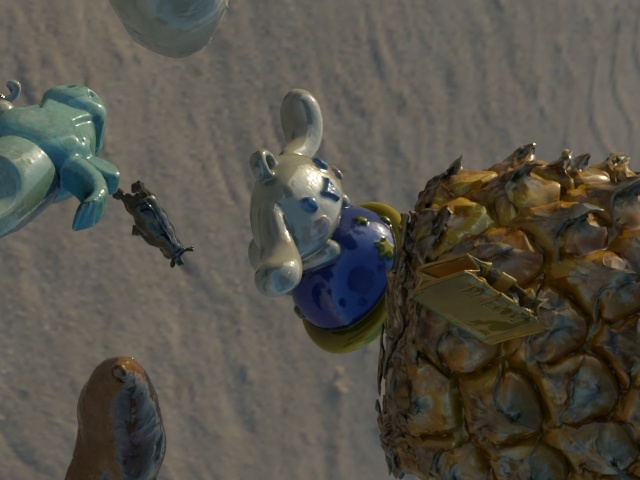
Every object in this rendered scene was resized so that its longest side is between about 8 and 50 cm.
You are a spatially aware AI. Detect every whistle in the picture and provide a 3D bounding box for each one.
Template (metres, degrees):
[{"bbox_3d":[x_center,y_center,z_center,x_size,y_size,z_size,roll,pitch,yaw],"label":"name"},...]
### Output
[{"bbox_3d":[-0.274,-0.069,1.329,0.274,0.186,0.093,-58,167,-58],"label":"whistle"}]

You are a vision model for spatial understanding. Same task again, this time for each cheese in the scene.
[{"bbox_3d":[-0.194,-0.328,1.744,0.198,0.154,0.189,63,5,-4],"label":"cheese"}]

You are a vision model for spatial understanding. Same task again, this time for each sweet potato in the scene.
[{"bbox_3d":[-0.212,0.233,1.458,0.106,0.095,0.354,-71,177,-56],"label":"sweet potato"}]

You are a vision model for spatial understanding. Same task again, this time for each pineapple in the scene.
[{"bbox_3d":[0.201,0.086,1.188,0.352,0.300,0.352,5,90,-89],"label":"pineapple"}]

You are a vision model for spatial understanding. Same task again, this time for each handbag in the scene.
[{"bbox_3d":[0.110,0.041,0.990,0.083,0.061,0.027,32,58,-30],"label":"handbag"}]

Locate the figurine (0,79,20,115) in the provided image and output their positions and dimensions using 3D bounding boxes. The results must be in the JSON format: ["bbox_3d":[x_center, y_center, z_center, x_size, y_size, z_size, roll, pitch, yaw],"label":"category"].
[{"bbox_3d":[-0.422,-0.159,1.825,0.094,0.082,0.086,-12,95,-47],"label":"figurine"}]

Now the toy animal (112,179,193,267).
[{"bbox_3d":[-0.198,-0.013,1.727,0.047,0.065,0.135,-39,131,-17],"label":"toy animal"}]

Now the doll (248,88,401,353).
[{"bbox_3d":[-0.007,-0.014,1.590,0.242,0.159,0.311,21,48,-31],"label":"doll"}]
